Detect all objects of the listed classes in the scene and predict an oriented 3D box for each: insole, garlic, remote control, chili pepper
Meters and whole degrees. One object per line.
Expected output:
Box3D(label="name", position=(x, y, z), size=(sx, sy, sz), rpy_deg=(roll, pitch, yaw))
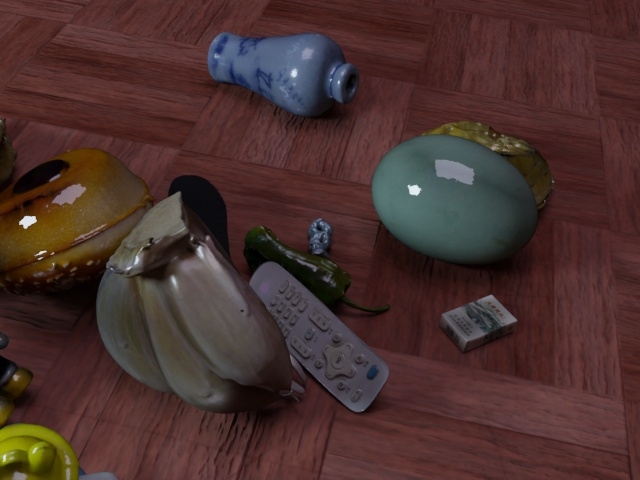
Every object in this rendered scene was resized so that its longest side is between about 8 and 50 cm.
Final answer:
Box3D(label="insole", position=(-0.167, -0.024, 1.224), size=(0.080, 0.003, 0.232), rpy_deg=(-7, 42, -14))
Box3D(label="garlic", position=(-0.127, 0.069, 0.960), size=(0.237, 0.292, 0.210), rpy_deg=(4, 46, 36))
Box3D(label="remote control", position=(-0.007, 0.109, 1.041), size=(0.229, 0.073, 0.044), rpy_deg=(40, 13, 29))
Box3D(label="chili pepper", position=(-0.014, 0.046, 1.110), size=(0.204, 0.072, 0.073), rpy_deg=(29, 61, 17))

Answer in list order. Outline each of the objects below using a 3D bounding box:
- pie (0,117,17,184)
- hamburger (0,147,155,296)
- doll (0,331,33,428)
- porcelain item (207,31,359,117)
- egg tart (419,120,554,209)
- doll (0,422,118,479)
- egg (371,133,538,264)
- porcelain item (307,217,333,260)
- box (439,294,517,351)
Box3D(label="pie", position=(-0.530, -0.114, 1.221), size=(0.179, 0.084, 0.205), rpy_deg=(5, 47, 3))
Box3D(label="hamburger", position=(-0.307, -0.018, 1.061), size=(0.237, 0.147, 0.237), rpy_deg=(-22, 24, 10))
Box3D(label="doll", position=(-0.422, 0.066, 0.879), size=(0.103, 0.316, 0.145), rpy_deg=(-13, 35, 47))
Box3D(label="porcelain item", position=(-0.061, -0.286, 1.456), size=(0.259, 0.141, 0.141), rpy_deg=(17, 40, 24))
Box3D(label="egg tart", position=(0.245, -0.123, 1.332), size=(0.232, 0.098, 0.252), rpy_deg=(-19, 42, -32))
Box3D(label="doll", position=(-0.254, 0.221, 0.755), size=(0.135, 0.241, 0.099), rpy_deg=(20, 59, -2))
Box3D(label="egg", position=(0.181, -0.054, 1.177), size=(0.231, 0.168, 0.168), rpy_deg=(21, 42, 12))
Box3D(label="porcelain item", position=(0.000, 0.000, 1.198), size=(0.036, 0.028, 0.083), rpy_deg=(1, 39, -2))
Box3D(label="box", position=(0.200, 0.105, 1.104), size=(0.083, 0.024, 0.054), rpy_deg=(-18, 44, -26))
